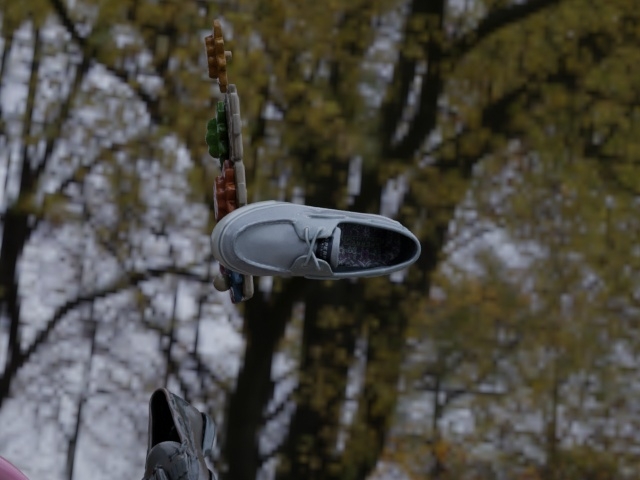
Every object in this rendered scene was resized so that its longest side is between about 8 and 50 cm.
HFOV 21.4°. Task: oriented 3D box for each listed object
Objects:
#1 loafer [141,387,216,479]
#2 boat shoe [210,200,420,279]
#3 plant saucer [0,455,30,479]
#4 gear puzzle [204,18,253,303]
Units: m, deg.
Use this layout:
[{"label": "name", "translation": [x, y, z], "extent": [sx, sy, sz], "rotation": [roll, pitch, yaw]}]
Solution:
[{"label": "loafer", "translation": [-0.182, 0.264, 2.005], "extent": [0.096, 0.267, 0.084], "rotation": [-38, -73, 12]}, {"label": "boat shoe", "translation": [0.000, 0.001, 1.777], "extent": [0.227, 0.079, 0.081], "rotation": [0, 6, -26]}, {"label": "plant saucer", "translation": [-0.393, 0.325, 1.532], "extent": [0.332, 0.332, 0.084], "rotation": [13, 4, -24]}, {"label": "gear puzzle", "translation": [-0.117, -0.094, 2.000], "extent": [0.044, 0.339, 0.175], "rotation": [-4, -3, -6]}]
